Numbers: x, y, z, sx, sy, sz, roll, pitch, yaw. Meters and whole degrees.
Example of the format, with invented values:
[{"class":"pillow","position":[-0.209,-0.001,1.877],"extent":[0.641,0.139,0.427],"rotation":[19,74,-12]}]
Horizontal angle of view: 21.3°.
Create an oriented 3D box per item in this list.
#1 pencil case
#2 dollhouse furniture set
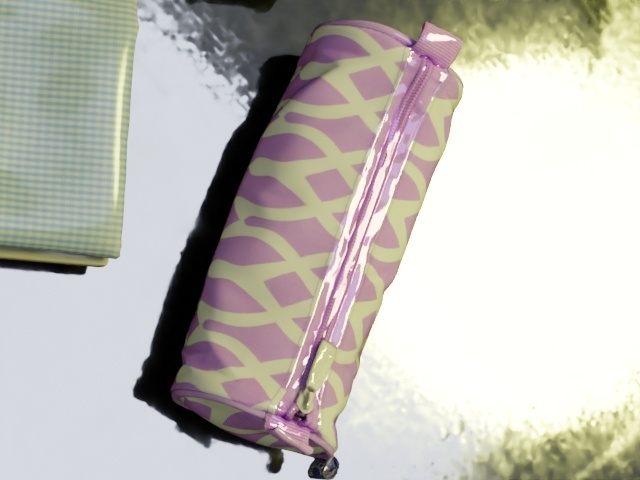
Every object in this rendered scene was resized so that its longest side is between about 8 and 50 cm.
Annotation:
[{"class":"pencil case","position":[0.000,0.000,0.786],"extent":[0.086,0.088,0.206],"rotation":[22,77,-18]},{"class":"dollhouse furniture set","position":[-0.109,-0.113,0.702],"extent":[0.286,0.198,0.303],"rotation":[7,83,-18]}]
